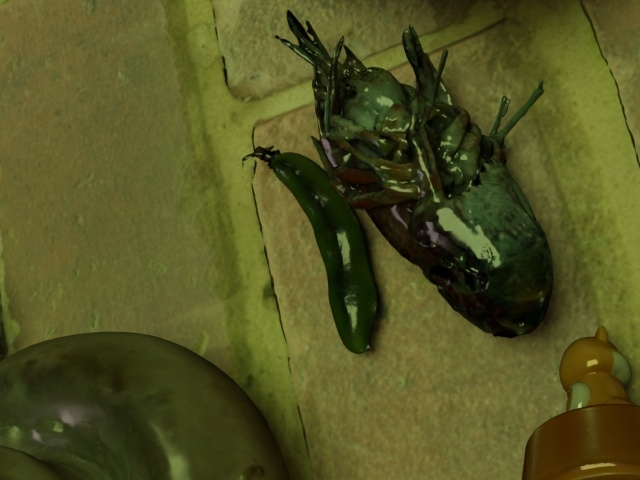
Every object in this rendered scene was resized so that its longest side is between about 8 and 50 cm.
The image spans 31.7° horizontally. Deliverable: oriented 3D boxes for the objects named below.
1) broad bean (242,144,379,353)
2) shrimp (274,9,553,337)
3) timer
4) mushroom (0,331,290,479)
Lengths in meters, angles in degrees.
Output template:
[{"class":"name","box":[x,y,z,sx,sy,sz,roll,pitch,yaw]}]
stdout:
[{"class":"broad bean","box":[0.004,-0.004,1.005,0.069,0.039,0.226,-34,63,8]},{"class":"shrimp","box":[0.091,-0.086,0.942,0.172,0.137,0.372,-22,71,-19]},{"class":"timer","box":[0.208,0.134,0.832,0.132,0.132,0.152,-17,45,22]},{"class":"mushroom","box":[-0.200,0.244,0.893,0.362,0.295,0.362,-8,72,27]}]
